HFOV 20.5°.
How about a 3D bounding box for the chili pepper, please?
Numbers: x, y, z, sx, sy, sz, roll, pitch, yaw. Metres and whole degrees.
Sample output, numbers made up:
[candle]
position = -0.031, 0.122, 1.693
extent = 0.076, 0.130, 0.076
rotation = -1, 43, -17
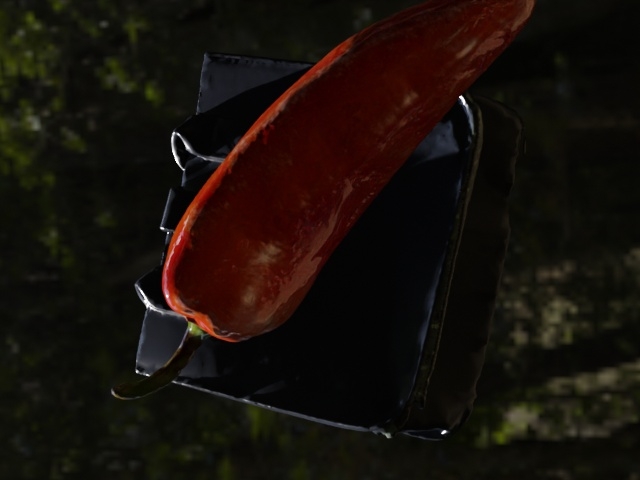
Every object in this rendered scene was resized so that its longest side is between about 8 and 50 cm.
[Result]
[chili pepper]
position = -0.007, -0.025, 0.792
extent = 0.071, 0.272, 0.063
rotation = 37, -162, -14

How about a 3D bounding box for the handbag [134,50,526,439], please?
[handbag]
position = 0.000, 0.000, 1.530
extent = 0.122, 0.329, 0.303
rotation = 17, -96, -55
